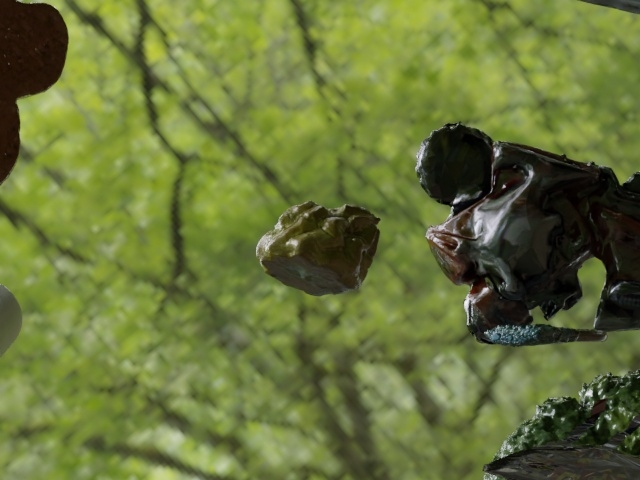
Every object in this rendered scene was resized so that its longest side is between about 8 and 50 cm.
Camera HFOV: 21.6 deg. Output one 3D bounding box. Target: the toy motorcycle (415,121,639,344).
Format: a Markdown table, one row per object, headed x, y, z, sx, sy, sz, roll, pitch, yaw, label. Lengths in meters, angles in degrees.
| x | y | z | sx | sy | sz | roll | pitch | yaw | label |
| --- | --- | --- | --- | --- | --- | --- | --- | --- | --- |
| 0.270 | 0.020 | 1.602 | 0.134 | 0.401 | 0.207 | 32 | -108 | -74 | toy motorcycle |

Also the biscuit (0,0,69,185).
| x | y | z | sx | sy | sz | roll | pitch | yaw | label |
| --- | --- | --- | --- | --- | --- | --- | --- | --- | --- |
| -0.322 | -0.195 | 1.265 | 0.049 | 0.324 | 0.205 | -3 | 52 | 39 | biscuit |

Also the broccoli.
| x | y | z | sx | sy | sz | roll | pitch | yaw | label |
| --- | --- | --- | --- | --- | --- | --- | --- | --- | --- |
| 0.261 | 0.288 | 1.620 | 0.254 | 0.186 | 0.302 | -35 | -46 | -29 | broccoli |

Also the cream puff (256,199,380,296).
| x | y | z | sx | sy | sz | roll | pitch | yaw | label |
| --- | --- | --- | --- | --- | --- | --- | --- | --- | --- |
| 0.000 | 0.000 | 2.124 | 0.146 | 0.146 | 0.116 | 111 | 180 | -68 | cream puff |

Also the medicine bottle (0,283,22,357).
| x | y | z | sx | sy | sz | roll | pitch | yaw | label |
| --- | --- | --- | --- | --- | --- | --- | --- | --- | --- |
| -0.438 | 0.120 | 2.059 | 0.103 | 0.103 | 0.186 | -44 | 7 | 16 | medicine bottle |

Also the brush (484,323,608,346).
| x | y | z | sx | sy | sz | roll | pitch | yaw | label |
| --- | --- | --- | --- | --- | --- | --- | --- | --- | --- |
| 0.230 | 0.089 | 1.600 | 0.070 | 0.021 | 0.196 | -5 | -4 | 35 | brush |

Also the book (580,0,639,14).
| x | y | z | sx | sy | sz | roll | pitch | yaw | label |
| --- | --- | --- | --- | --- | --- | --- | --- | --- | --- |
| 0.321 | -0.251 | 1.546 | 0.026 | 0.231 | 0.157 | 86 | -154 | -42 | book |

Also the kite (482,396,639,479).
| x | y | z | sx | sy | sz | roll | pitch | yaw | label |
| --- | --- | --- | --- | --- | --- | --- | --- | --- | --- |
| 0.221 | 0.170 | 1.337 | 0.245 | 0.141 | 0.015 | 115 | 166 | -65 | kite |
